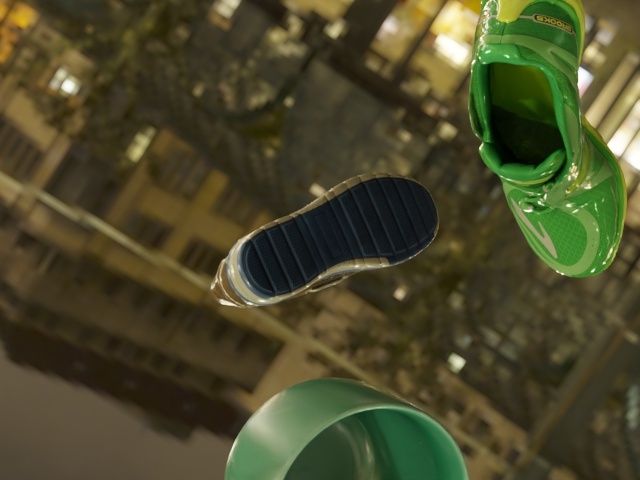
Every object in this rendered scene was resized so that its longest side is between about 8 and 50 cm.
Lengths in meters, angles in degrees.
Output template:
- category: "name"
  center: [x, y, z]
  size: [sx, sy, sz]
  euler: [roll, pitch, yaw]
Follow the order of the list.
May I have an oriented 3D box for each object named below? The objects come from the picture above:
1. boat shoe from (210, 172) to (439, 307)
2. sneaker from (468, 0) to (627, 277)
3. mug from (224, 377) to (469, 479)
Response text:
- category: "boat shoe"
  center: [0.000, 0.000, 1.313]
  size: [0.183, 0.066, 0.066]
  euler: [-17, -94, -37]
- category: "sneaker"
  center: [0.168, -0.074, 1.522]
  size: [0.109, 0.123, 0.295]
  euler: [4, 136, 28]
- category: "mug"
  center: [-0.003, 0.147, 1.118]
  size: [0.158, 0.129, 0.097]
  euler: [-6, -168, -24]
